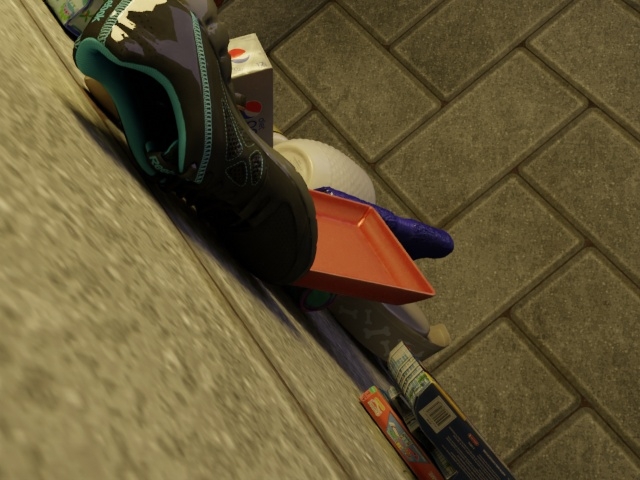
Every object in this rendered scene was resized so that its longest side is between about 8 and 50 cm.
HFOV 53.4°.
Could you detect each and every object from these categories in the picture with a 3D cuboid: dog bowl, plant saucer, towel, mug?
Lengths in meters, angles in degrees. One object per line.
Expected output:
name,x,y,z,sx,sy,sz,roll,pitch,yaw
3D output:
dog bowl,0.129,0.140,1.424,0.349,0.102,0.349,40,14,-12
plant saucer,0.000,0.000,0.900,0.258,0.048,0.259,13,26,-25
towel,0.066,-0.020,1.187,0.308,0.076,0.227,18,-24,-33
mug,-0.016,-0.091,1.717,0.328,0.276,0.374,24,45,-64

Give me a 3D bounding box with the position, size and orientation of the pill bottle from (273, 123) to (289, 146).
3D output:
pill bottle,-0.221,-0.305,1.950,0.188,0.188,0.334,50,1,-45

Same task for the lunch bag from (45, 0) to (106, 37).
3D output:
lunch bag,-0.307,-0.318,0.897,0.129,0.096,0.151,51,10,26

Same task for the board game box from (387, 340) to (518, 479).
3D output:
board game box,0.144,0.219,0.750,0.194,0.060,0.194,50,0,-8

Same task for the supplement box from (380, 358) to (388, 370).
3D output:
supplement box,0.201,0.318,1.588,0.083,0.056,0.083,51,0,-11

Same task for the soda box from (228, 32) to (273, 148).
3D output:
soda box,-0.147,-0.243,1.198,0.286,0.098,0.091,96,-28,-61

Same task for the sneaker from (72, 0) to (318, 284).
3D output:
sneaker,-0.115,-0.072,0.618,0.341,0.125,0.140,62,33,-28

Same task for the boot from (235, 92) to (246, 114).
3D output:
boot,-0.207,-0.175,0.996,0.198,0.137,0.077,3,6,-36

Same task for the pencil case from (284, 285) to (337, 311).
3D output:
pencil case,-0.031,0.037,0.934,0.152,0.070,0.064,52,2,43

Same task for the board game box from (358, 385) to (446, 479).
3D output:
board game box,0.152,0.297,0.752,0.281,0.027,0.145,51,0,23

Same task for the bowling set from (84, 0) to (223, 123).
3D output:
bowling set,-0.163,-0.211,0.762,0.154,0.200,0.287,52,4,-34
